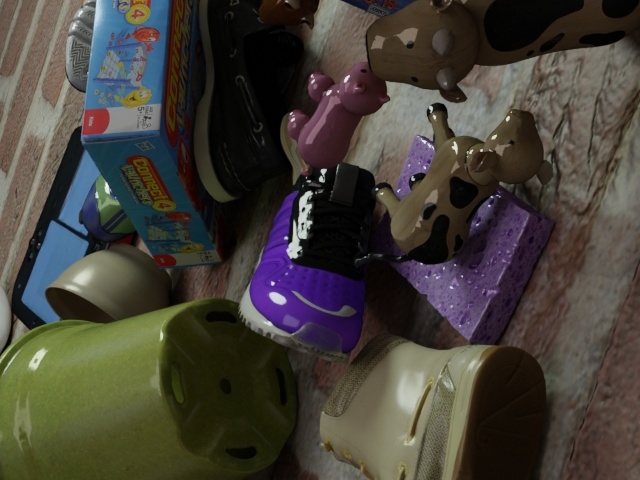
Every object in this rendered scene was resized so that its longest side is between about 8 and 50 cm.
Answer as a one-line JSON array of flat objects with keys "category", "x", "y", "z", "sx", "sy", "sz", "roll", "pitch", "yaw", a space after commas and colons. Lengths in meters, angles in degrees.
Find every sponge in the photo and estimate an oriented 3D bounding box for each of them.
[{"category": "sponge", "x": 0.115, "y": -0.005, "z": 1.060, "sx": 0.117, "sy": 0.031, "sz": 0.210, "roll": -66, "pitch": 29, "yaw": 13}]

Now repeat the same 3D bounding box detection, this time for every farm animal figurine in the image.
[{"category": "farm animal figurine", "x": 0.113, "y": -0.146, "z": 0.916, "sx": 0.327, "sy": 0.330, "sz": 0.172, "roll": -29, "pitch": 35, "yaw": 4}]

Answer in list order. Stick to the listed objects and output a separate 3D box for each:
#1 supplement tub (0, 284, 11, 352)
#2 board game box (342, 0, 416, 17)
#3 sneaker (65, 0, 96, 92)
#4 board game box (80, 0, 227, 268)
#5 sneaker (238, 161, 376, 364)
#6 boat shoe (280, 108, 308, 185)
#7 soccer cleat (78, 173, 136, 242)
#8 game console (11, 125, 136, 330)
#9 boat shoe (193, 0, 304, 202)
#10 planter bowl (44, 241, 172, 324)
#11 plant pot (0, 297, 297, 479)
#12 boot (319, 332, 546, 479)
[{"category": "supplement tub", "x": -0.738, "y": 0.188, "z": 2.273, "sx": 0.325, "sy": 0.235, "sz": 0.235, "roll": -39, "pitch": 44, "yaw": 47}, {"category": "board game box", "x": 0.005, "y": -0.296, "z": 1.299, "sx": 0.035, "sy": 0.136, "sz": 0.201, "roll": -63, "pitch": 29, "yaw": 18}, {"category": "sneaker", "x": -0.349, "y": -0.374, "z": 2.017, "sx": 0.180, "sy": 0.124, "sz": 0.321, "roll": -16, "pitch": 51, "yaw": 62}, {"category": "board game box", "x": -0.181, "y": -0.170, "z": 1.436, "sx": 0.302, "sy": 0.086, "sz": 0.308, "roll": 72, "pitch": -163, "yaw": -62}, {"category": "sneaker", "x": -0.001, "y": 0.000, "z": 1.115, "sx": 0.293, "sy": 0.102, "sz": 0.146, "roll": -99, "pitch": 32, "yaw": -70}, {"category": "boat shoe", "x": -0.008, "y": -0.094, "z": 1.316, "sx": 0.045, "sy": 0.050, "sz": 0.135, "roll": -42, "pitch": 47, "yaw": 34}, {"category": "soccer cleat", "x": -0.228, "y": -0.117, "z": 1.634, "sx": 0.121, "sy": 0.093, "sz": 0.289, "roll": -28, "pitch": 32, "yaw": 43}, {"category": "game console", "x": -0.385, "y": -0.008, "z": 1.931, "sx": 0.386, "sy": 0.060, "sz": 0.342, "roll": 21, "pitch": 94, "yaw": 61}, {"category": "boat shoe", "x": -0.074, "y": -0.207, "z": 1.429, "sx": 0.113, "sy": 0.127, "sz": 0.340, "roll": -13, "pitch": 53, "yaw": 23}, {"category": "planter bowl", "x": -0.261, "y": 0.073, "z": 1.589, "sx": 0.109, "sy": 0.162, "sz": 0.162, "roll": -55, "pitch": 20, "yaw": -25}, {"category": "plant pot", "x": -0.171, "y": 0.179, "z": 1.274, "sx": 0.254, "sy": 0.276, "sz": 0.276, "roll": -26, "pitch": 53, "yaw": 40}, {"category": "boot", "x": 0.067, "y": 0.203, "z": 0.970, "sx": 0.203, "sy": 0.095, "sz": 0.262, "roll": 2, "pitch": 76, "yaw": 61}]
